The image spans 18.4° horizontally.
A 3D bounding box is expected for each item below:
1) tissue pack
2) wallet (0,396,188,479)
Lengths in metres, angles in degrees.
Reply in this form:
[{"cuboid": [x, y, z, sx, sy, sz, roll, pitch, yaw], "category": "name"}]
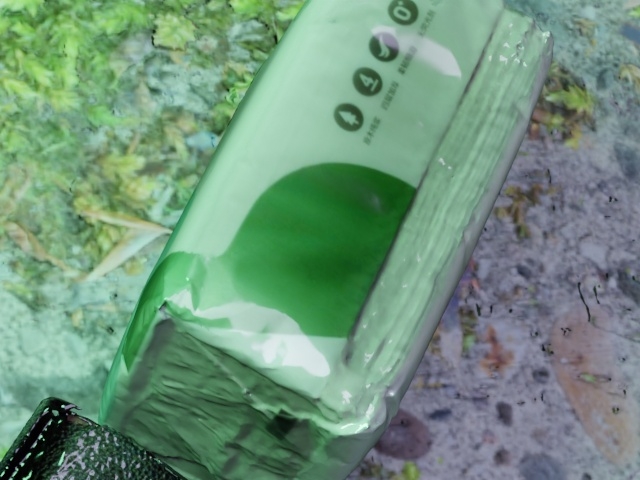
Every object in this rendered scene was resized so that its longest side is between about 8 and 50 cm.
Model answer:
[{"cuboid": [-0.001, -0.001, 1.422, 0.194, 0.266, 0.356, 28, 61, -3], "category": "tissue pack"}, {"cuboid": [-0.138, 0.265, 1.362, 0.262, 0.071, 0.221, 37, 59, -13], "category": "wallet"}]
